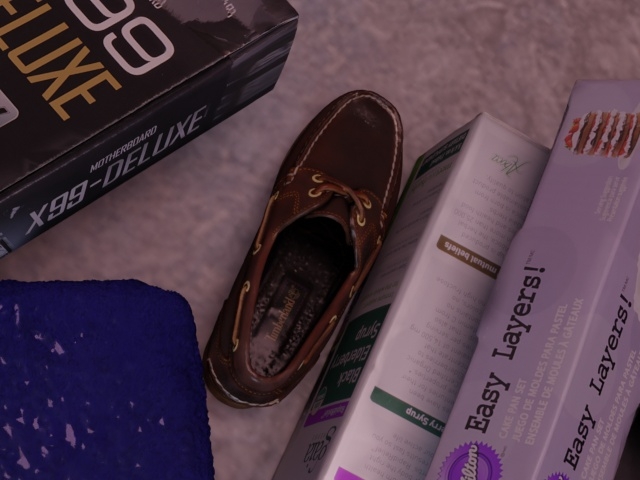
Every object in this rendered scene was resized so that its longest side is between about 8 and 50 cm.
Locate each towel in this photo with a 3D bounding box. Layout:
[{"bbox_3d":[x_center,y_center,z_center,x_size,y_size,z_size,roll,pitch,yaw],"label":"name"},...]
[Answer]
[{"bbox_3d":[-0.158,0.173,0.714,0.228,0.076,0.308,2,75,-31],"label":"towel"}]

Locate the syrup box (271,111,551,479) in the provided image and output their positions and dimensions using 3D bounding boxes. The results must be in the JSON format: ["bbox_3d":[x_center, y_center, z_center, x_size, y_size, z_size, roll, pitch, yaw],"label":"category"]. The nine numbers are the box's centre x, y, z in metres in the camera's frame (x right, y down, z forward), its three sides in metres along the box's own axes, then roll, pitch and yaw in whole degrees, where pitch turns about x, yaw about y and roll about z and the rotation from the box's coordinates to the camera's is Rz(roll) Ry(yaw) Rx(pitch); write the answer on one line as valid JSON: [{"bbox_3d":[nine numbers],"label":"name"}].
[{"bbox_3d":[0.067,0.059,0.804,0.096,0.093,0.237,30,70,-9],"label":"syrup box"}]

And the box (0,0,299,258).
[{"bbox_3d":[-0.201,-0.146,0.733,0.242,0.076,0.307,-34,75,-27],"label":"box"}]

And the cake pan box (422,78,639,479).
[{"bbox_3d":[0.175,0.085,0.782,0.246,0.070,0.267,41,65,-40],"label":"cake pan box"}]

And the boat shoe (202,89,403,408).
[{"bbox_3d":[0.000,0.000,0.810,0.073,0.073,0.207,25,69,-7],"label":"boat shoe"}]
